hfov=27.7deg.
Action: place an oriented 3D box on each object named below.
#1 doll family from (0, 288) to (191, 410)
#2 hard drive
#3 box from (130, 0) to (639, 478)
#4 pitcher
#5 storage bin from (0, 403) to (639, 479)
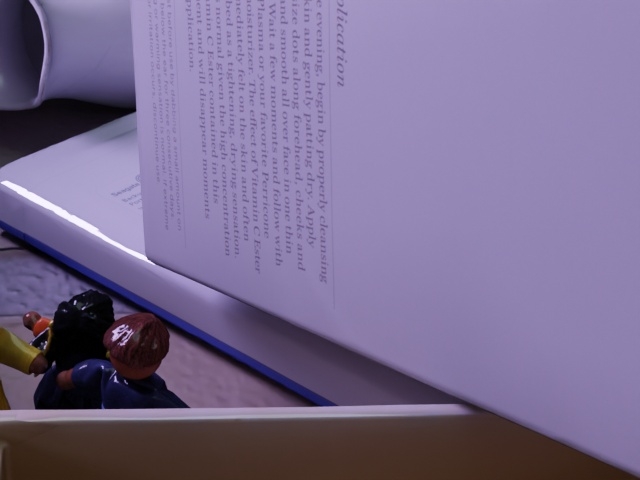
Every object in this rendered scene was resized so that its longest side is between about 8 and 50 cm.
[{"bbox_3d":[-0.120,0.056,0.553,0.193,0.111,0.076,13,32,11],"label":"doll family"},{"bbox_3d":[0.000,0.000,0.733,0.319,0.040,0.210,26,36,29],"label":"hard drive"},{"bbox_3d":[0.095,-0.052,0.534,0.215,0.168,0.345,-12,19,-34],"label":"box"},{"bbox_3d":[-0.153,-0.141,0.876,0.178,0.125,0.207,-8,11,45],"label":"pitcher"},{"bbox_3d":[0.024,0.175,0.373,0.262,0.123,0.260,1,31,-10],"label":"storage bin"}]
